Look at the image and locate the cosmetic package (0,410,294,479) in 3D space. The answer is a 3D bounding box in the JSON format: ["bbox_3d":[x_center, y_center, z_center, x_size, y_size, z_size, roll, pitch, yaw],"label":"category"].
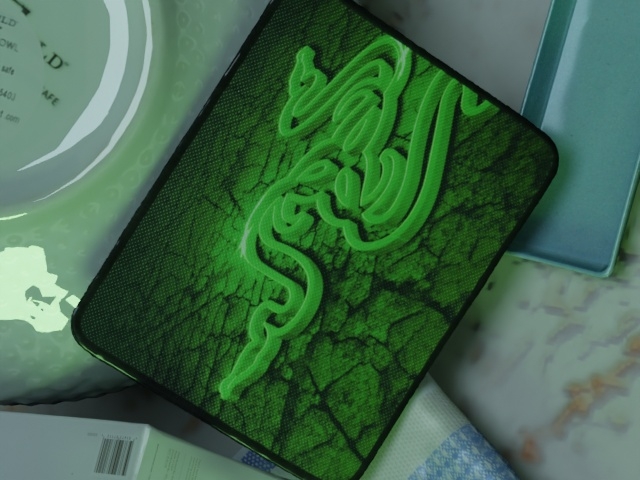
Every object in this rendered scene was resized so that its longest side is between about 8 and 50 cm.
[{"bbox_3d":[-0.129,0.121,0.922,0.239,0.099,0.060,-1,71,46],"label":"cosmetic package"}]

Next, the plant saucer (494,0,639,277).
[{"bbox_3d":[0.129,-0.080,0.873,0.067,0.018,0.192,14,87,36],"label":"plant saucer"}]

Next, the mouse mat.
[{"bbox_3d":[0.000,0.000,0.845,0.189,0.153,0.007,-58,17,-1],"label":"mouse mat"}]

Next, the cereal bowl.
[{"bbox_3d":[-0.144,-0.088,0.883,0.339,0.141,0.338,0,91,-2],"label":"cereal bowl"}]

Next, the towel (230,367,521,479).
[{"bbox_3d":[0.038,0.197,0.862,0.209,0.034,0.285,-50,58,15],"label":"towel"}]
